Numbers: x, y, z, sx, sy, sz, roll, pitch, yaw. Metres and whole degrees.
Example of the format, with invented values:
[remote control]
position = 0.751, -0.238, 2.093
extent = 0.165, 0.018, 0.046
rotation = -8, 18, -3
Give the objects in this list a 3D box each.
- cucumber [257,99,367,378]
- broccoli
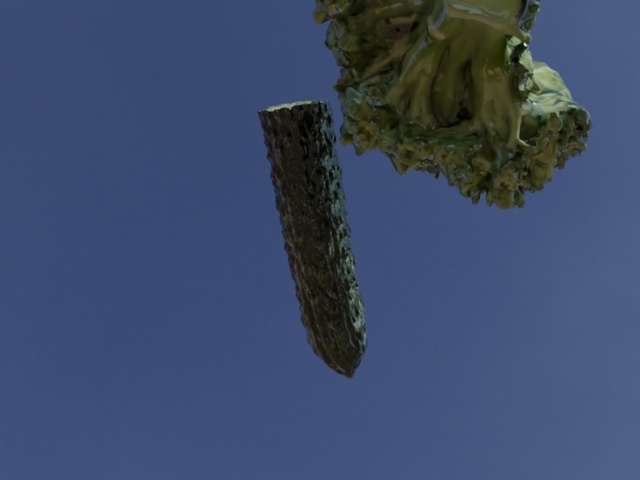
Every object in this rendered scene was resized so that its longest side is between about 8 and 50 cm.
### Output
[cucumber]
position = 0.000, 0.000, 1.507
extent = 0.096, 0.096, 0.359
rotation = -10, -83, 6
[broccoli]
position = 0.127, -0.226, 1.262
extent = 0.277, 0.338, 0.317
rotation = -13, -34, -2
